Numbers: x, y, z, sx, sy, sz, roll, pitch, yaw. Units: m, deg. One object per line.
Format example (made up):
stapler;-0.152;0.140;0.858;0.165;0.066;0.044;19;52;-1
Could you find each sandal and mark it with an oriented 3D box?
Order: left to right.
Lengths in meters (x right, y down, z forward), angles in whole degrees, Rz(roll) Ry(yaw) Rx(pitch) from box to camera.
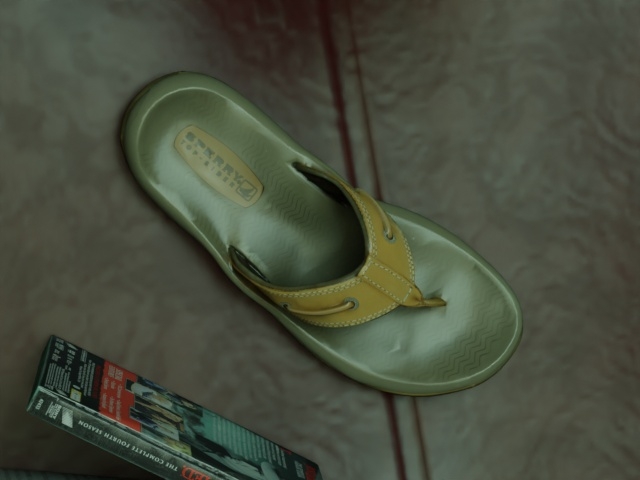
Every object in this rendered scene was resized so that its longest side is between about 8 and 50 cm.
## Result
sandal;0.000;0.000;0.715;0.180;0.049;0.072;38;84;-8

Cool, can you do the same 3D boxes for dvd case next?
dvd case;-0.051;0.074;0.688;0.119;0.087;0.013;26;96;-9

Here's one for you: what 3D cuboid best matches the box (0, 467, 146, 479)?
box;-0.085;0.140;0.674;0.087;0.102;0.101;7;88;-12
